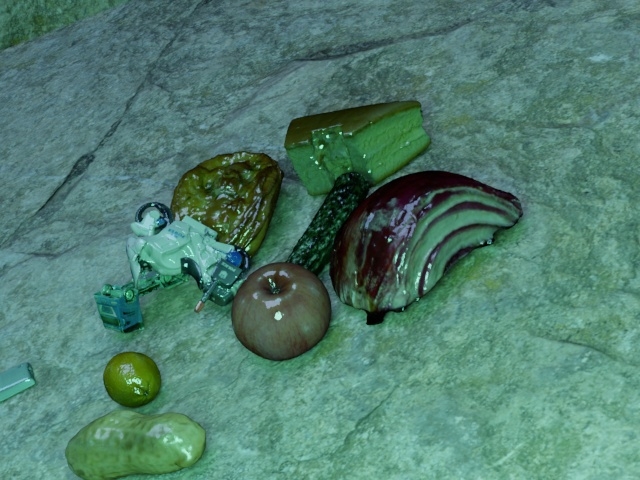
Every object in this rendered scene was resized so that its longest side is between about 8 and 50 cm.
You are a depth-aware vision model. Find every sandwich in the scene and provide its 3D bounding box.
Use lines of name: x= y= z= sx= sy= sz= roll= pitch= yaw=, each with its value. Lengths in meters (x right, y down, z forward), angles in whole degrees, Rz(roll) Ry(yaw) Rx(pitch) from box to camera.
sandwich: x=0.068 y=-0.171 z=2.080 sx=0.236 sy=0.122 sz=0.128 roll=-12 pitch=31 yaw=18

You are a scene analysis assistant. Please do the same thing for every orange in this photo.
orange: x=-0.281 y=0.210 z=1.759 sx=0.085 sy=0.085 sz=0.095 roll=-32 pitch=38 yaw=-14

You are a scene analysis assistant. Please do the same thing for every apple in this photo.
apple: x=-0.058 y=0.102 z=1.738 sx=0.154 sy=0.120 sz=0.153 roll=-10 pitch=38 yaw=8

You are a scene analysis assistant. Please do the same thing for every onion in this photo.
onion: x=0.117 y=-0.027 z=1.809 sx=0.314 sy=0.146 sz=0.280 roll=-43 pitch=32 yaw=-23

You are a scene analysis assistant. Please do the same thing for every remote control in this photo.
remote control: x=-0.548 y=0.248 z=1.925 sx=0.162 sy=0.029 sz=0.061 roll=-27 pitch=32 yaw=-7

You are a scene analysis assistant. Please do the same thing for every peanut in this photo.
peanut: x=-0.256 y=0.282 z=1.622 sx=0.214 sy=0.099 sz=0.099 roll=-6 pitch=35 yaw=26

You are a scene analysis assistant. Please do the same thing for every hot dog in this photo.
hot dog: x=-0.162 y=-0.060 z=2.062 sx=0.196 sy=0.122 sz=0.272 roll=-5 pitch=33 yaw=16

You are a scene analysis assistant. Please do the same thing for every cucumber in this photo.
cucumber: x=0.000 y=0.000 z=1.917 sx=0.068 sy=0.067 sz=0.293 roll=1 pitch=42 yaw=34

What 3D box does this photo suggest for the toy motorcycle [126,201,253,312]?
toy motorcycle: x=-0.223 y=0.035 z=1.898 sx=0.221 sy=0.102 sz=0.150 roll=29 pitch=62 yaw=6

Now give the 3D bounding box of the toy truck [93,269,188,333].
toy truck: x=-0.293 y=0.094 z=1.973 sx=0.067 sy=0.081 sz=0.175 roll=8 pitch=24 yaw=40
